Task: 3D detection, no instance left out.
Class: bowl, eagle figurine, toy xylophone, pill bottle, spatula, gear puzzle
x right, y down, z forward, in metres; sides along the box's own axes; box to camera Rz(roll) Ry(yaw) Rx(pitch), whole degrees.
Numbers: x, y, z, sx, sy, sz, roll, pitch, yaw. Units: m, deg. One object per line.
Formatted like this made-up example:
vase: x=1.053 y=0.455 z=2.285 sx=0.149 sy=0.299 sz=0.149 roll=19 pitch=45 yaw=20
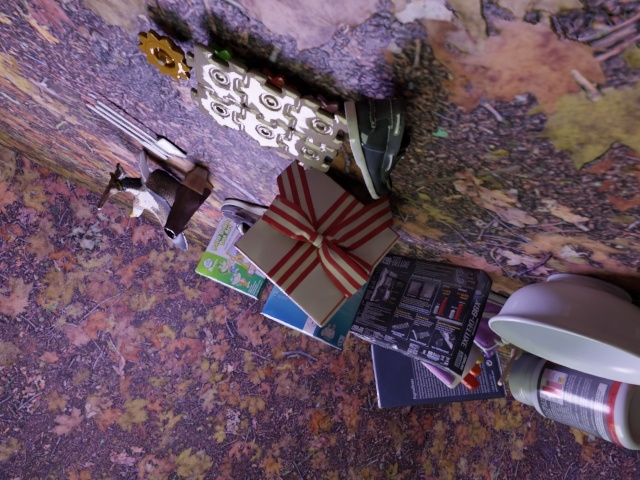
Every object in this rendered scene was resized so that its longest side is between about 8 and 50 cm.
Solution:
bowl: x=0.491 y=0.153 z=0.788 sx=0.297 sy=0.134 sz=0.298 roll=23 pitch=165 yaw=6
eagle figurine: x=-0.529 y=-0.124 z=1.327 sx=0.298 sy=0.227 sz=0.225 roll=28 pitch=161 yaw=-32
toy xylophone: x=0.416 y=0.293 z=1.155 sx=0.322 sy=0.081 sz=0.236 roll=-16 pitch=-127 yaw=-45
pill bottle: x=0.796 y=0.473 z=1.288 sx=0.210 sy=0.210 sz=0.362 roll=31 pitch=165 yaw=-25
spatula: x=-0.480 y=-0.286 z=1.085 sx=0.242 sy=0.019 sz=0.168 roll=37 pitch=167 yaw=-38
gear puzzle: x=-0.116 y=-0.222 z=0.636 sx=0.338 sy=0.044 sz=0.175 roll=25 pitch=159 yaw=-4

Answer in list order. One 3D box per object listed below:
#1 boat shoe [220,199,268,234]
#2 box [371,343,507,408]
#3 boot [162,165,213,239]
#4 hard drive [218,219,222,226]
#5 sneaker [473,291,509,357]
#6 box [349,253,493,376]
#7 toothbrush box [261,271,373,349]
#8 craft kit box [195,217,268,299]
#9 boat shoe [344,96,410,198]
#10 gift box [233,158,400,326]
boat shoe: x=-0.229 y=-0.061 z=1.314 sx=0.285 sy=0.093 sz=0.103 roll=14 pitch=163 yaw=36
box: x=0.400 y=0.456 z=1.446 sx=0.394 sy=0.212 sz=0.293 roll=-11 pitch=158 yaw=11
boot: x=-0.402 y=-0.100 z=1.227 sx=0.090 sy=0.207 sz=0.248 roll=28 pitch=166 yaw=-11
hard drive: x=-0.331 y=0.009 z=1.855 sx=0.210 sy=0.040 sz=0.319 roll=24 pitch=166 yaw=2
sneaker: x=0.492 y=0.240 z=1.059 sx=0.281 sy=0.161 sz=0.102 roll=17 pitch=163 yaw=25
box: x=0.244 y=0.171 z=1.056 sx=0.307 sy=0.243 sz=0.076 roll=9 pitch=159 yaw=46
toothbrush box: x=0.003 y=0.114 z=1.144 sx=0.216 sy=0.296 sz=0.126 roll=11 pitch=161 yaw=42
craft kit box: x=-0.282 y=0.051 z=1.496 sx=0.246 sy=0.250 sz=0.061 roll=21 pitch=166 yaw=11
boat shoe: x=0.090 y=-0.121 z=0.585 sx=0.079 sy=0.084 sz=0.233 roll=-14 pitch=163 yaw=9
gift box: x=0.000 y=0.000 z=0.854 sx=0.255 sy=0.276 sz=0.258 roll=36 pitch=171 yaw=9
